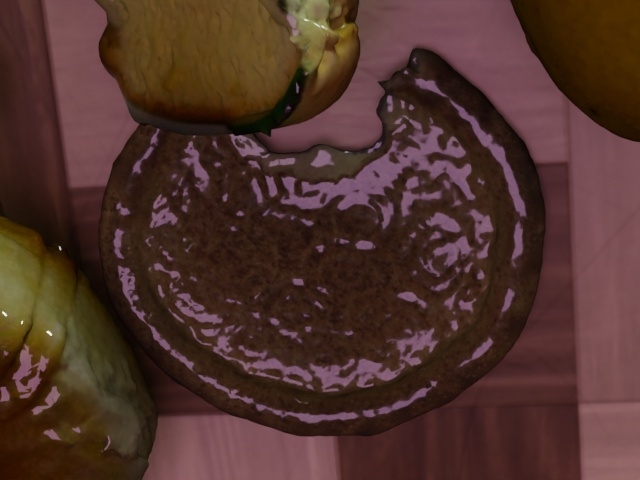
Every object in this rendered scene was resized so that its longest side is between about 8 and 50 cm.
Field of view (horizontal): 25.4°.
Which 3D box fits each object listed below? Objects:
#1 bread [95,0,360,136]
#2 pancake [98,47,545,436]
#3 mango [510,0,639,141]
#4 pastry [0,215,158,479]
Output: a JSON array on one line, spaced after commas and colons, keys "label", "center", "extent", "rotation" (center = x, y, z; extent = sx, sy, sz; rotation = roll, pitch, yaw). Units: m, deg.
[{"label": "bread", "center": [-0.037, -0.158, 0.841], "extent": [0.133, 0.251, 0.174], "rotation": [-18, 106, -32]}, {"label": "pancake", "center": [0.000, 0.000, 0.931], "extent": [0.288, 0.033, 0.286], "rotation": [30, 109, -1]}, {"label": "mango", "center": [0.186, -0.261, 0.731], "extent": [0.301, 0.220, 0.445], "rotation": [3, 110, 5]}, {"label": "pastry", "center": [-0.271, 0.117, 0.936], "extent": [0.329, 0.136, 0.330], "rotation": [0, 120, 0]}]
